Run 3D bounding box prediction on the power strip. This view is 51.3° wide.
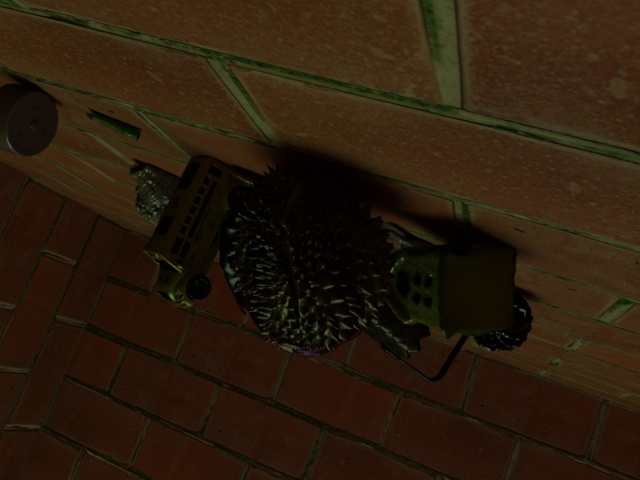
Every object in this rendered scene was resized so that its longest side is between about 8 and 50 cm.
[{"bbox_3d":[-0.660,-0.265,1.476,0.078,0.154,0.154,19,171,19],"label":"power strip"}]

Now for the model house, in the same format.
[{"bbox_3d":[0.243,0.094,1.321,0.193,0.175,0.234,-4,180,-29],"label":"model house"}]

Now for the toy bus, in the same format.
[{"bbox_3d":[-0.293,-0.020,1.517,0.151,0.331,0.145,32,166,-34],"label":"toy bus"}]

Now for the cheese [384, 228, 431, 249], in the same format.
[{"bbox_3d":[0.208,0.014,1.506,0.097,0.037,0.192,10,166,46],"label":"cheese"}]

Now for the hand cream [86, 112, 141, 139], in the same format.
[{"bbox_3d":[-0.459,-0.256,1.477,0.122,0.023,0.036,22,-178,1],"label":"hand cream"}]

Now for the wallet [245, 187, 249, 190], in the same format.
[{"bbox_3d":[-0.181,-0.092,1.750,0.124,0.025,0.244,19,165,-12],"label":"wallet"}]

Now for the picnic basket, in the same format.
[{"bbox_3d":[0.255,0.202,1.801,0.321,0.254,0.291,36,170,-8],"label":"picnic basket"}]

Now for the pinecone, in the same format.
[{"bbox_3d":[0.448,0.194,1.670,0.162,0.163,0.165,19,-171,11],"label":"pinecone"}]

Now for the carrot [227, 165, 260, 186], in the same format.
[{"bbox_3d":[-0.123,-0.121,1.469,0.190,0.037,0.037,21,171,7],"label":"carrot"}]

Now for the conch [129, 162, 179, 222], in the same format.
[{"bbox_3d":[-0.459,-0.138,1.917,0.178,0.163,0.245,-15,139,15],"label":"conch"}]

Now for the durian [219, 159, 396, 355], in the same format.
[{"bbox_3d":[-0.025,0.041,1.267,0.347,0.348,0.384,18,163,18],"label":"durian"}]
